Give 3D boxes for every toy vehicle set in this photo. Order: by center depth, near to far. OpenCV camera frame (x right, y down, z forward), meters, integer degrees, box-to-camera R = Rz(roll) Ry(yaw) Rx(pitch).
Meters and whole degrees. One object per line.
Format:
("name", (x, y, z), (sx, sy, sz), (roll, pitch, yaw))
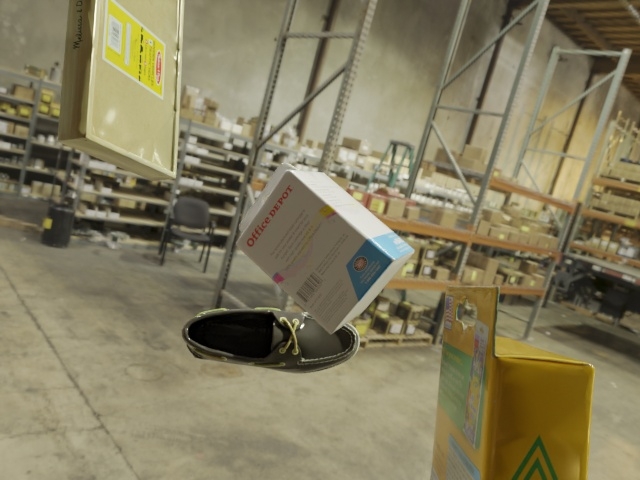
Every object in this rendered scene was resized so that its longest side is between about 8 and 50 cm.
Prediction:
("toy vehicle set", (-0.224, -0.219, 0.625), (0.035, 0.266, 0.166), (-2, -10, 16))

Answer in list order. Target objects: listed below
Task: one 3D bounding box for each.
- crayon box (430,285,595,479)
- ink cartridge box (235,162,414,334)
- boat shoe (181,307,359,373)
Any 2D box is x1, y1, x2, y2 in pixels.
("crayon box", (0.161, 0.205, 0.489), (0.083, 0.322, 0.203), (5, -4, 3))
("ink cartridge box", (0.000, 0.000, 0.507), (0.143, 0.092, 0.090), (43, 19, 14))
("boat shoe", (-0.062, 0.128, 0.680), (0.228, 0.081, 0.068), (1, -16, 0))
